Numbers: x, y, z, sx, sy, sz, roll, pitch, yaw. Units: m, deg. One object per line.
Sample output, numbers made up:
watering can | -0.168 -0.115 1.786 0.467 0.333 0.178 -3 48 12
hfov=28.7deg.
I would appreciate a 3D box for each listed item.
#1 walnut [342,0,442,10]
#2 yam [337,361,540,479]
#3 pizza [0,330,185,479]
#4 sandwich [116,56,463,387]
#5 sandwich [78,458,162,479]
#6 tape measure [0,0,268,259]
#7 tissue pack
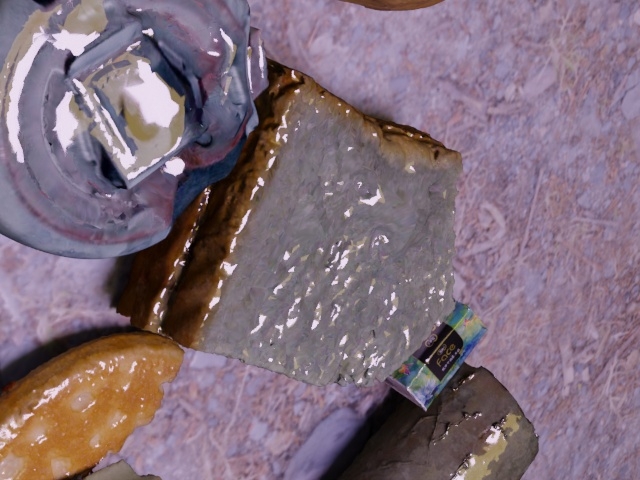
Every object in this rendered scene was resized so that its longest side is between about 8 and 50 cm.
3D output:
walnut | 0.089 -0.301 1.082 0.204 0.141 0.238 -31 125 -21
yam | 0.100 0.278 1.353 0.304 0.168 0.168 -50 134 -11
pizza | -0.226 0.152 1.076 0.246 0.058 0.127 -44 133 -18
sandwich | 0.000 -0.001 1.152 0.325 0.131 0.262 19 96 -46
sandwich | -0.247 0.311 1.102 0.212 0.063 0.245 -19 147 -48
tape measure | -0.174 -0.120 0.929 0.256 0.147 0.275 -42 131 -18
tissue pack | 0.104 0.104 1.327 0.111 0.085 0.079 -50 134 -10
